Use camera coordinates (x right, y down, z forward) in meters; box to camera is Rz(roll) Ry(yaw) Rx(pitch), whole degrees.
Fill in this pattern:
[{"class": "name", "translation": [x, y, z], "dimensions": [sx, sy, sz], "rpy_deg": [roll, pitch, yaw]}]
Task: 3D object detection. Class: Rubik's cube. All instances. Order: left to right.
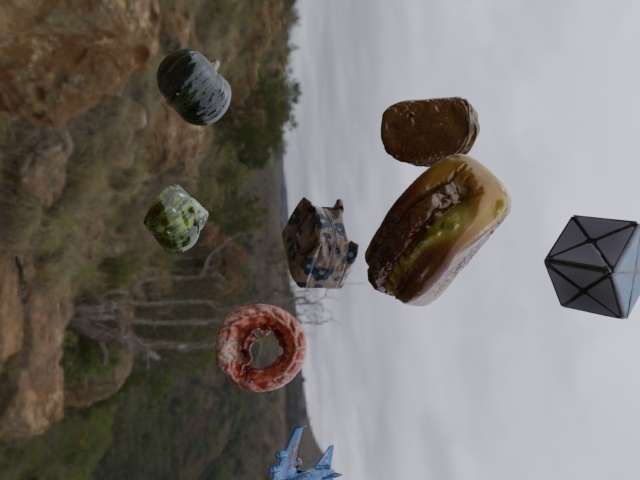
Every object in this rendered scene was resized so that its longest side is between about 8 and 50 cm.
[{"class": "Rubik's cube", "translation": [0.968, 0.089, 2.368], "dimensions": [0.254, 0.259, 0.260], "rpy_deg": [8, -37, 46]}]

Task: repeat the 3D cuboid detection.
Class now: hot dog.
[{"class": "hot dog", "translation": [0.224, 0.008, 1.481], "dimensions": [0.185, 0.223, 0.405], "rpy_deg": [48, -41, 18]}, {"class": "hot dog", "translation": [0.308, -0.308, 1.887], "dimensions": [0.122, 0.272, 0.196], "rpy_deg": [18, 71, -64]}]

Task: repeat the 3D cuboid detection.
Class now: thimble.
[{"class": "thimble", "translation": [-0.154, 0.275, 1.763], "dimensions": [0.162, 0.239, 0.239], "rpy_deg": [125, -38, -81]}]

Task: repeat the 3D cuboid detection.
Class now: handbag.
[{"class": "handbag", "translation": [0.000, 0.000, 2.053], "dimensions": [0.193, 0.190, 0.252], "rpy_deg": [118, -34, -43]}]

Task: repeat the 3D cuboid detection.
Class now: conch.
[{"class": "conch", "translation": [-0.346, -0.055, 1.673], "dimensions": [0.181, 0.124, 0.187], "rpy_deg": [-70, -176, -56]}]

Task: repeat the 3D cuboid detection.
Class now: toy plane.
[{"class": "toy plane", "translation": [-0.069, 0.561, 1.558], "dimensions": [0.105, 0.271, 0.254], "rpy_deg": [-17, -99, 58]}]

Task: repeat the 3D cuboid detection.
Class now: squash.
[{"class": "squash", "translation": [-0.339, -0.412, 1.827], "dimensions": [0.218, 0.172, 0.218], "rpy_deg": [57, 13, -21]}]
